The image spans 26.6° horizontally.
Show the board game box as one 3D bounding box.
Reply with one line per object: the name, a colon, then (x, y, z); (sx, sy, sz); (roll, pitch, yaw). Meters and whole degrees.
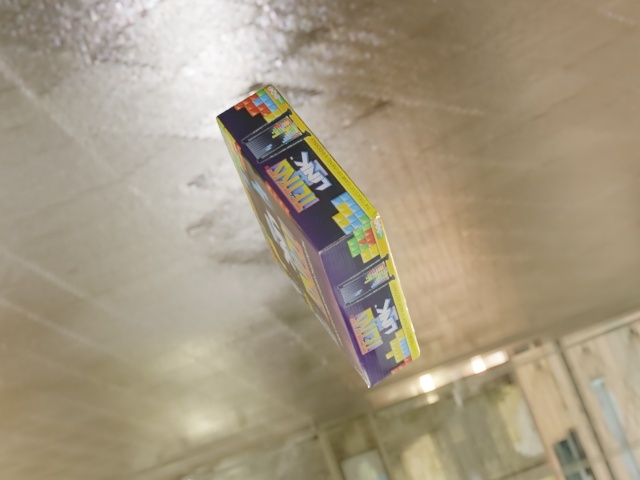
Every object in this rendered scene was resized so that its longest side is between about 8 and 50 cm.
board game box: (0.000, 0.000, 0.912); (0.048, 0.141, 0.170); (-31, 143, -8)
